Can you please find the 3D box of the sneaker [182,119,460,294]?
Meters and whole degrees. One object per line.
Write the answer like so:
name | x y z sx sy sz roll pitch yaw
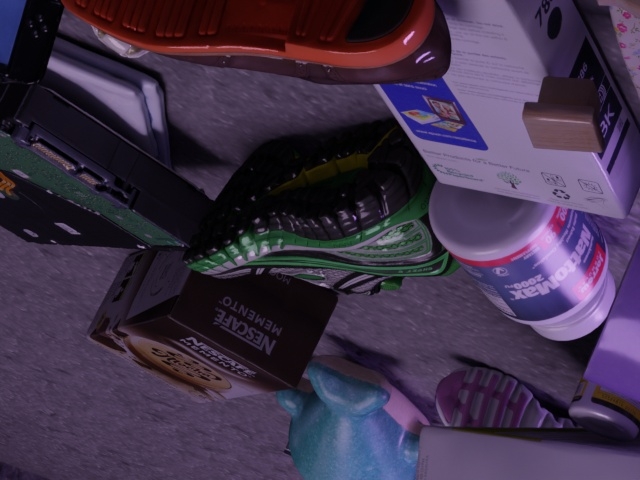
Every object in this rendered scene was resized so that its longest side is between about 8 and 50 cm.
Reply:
sneaker | 0.000 0.000 1.629 0.146 0.134 0.343 43 156 -25

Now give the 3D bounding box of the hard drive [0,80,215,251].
hard drive | -0.285 -0.072 1.831 0.237 0.064 0.339 33 163 -33

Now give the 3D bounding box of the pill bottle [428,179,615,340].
pill bottle | 0.170 0.006 1.490 0.108 0.108 0.180 11 158 36

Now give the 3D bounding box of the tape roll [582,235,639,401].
tape roll | 0.256 0.025 1.304 0.080 0.189 0.189 22 161 9

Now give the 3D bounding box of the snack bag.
snack bag | -0.294 -0.137 1.812 0.323 0.037 0.342 22 162 7

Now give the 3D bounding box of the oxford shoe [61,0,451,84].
oxford shoe | -0.045 -0.141 1.189 0.271 0.097 0.098 15 166 27

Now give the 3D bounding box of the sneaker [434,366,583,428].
sneaker | 0.227 0.218 2.038 0.236 0.095 0.104 26 169 -6

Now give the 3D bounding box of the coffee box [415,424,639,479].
coffee box | 0.311 0.353 1.728 0.338 0.337 0.334 6 177 -40

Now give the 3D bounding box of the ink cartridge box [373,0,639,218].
ink cartridge box | 0.104 -0.130 1.274 0.165 0.065 0.332 14 160 31

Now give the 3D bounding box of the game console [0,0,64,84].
game console | -0.295 -0.208 1.549 0.144 0.124 0.085 20 -173 17

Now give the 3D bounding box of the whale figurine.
whale figurine | 0.036 0.231 2.230 0.216 0.141 0.272 21 160 14

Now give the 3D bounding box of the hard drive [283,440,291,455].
hard drive | 0.033 0.259 2.381 0.135 0.094 0.022 24 151 3

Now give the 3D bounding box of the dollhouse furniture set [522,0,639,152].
dollhouse furniture set | 0.244 -0.067 1.001 0.356 0.173 0.303 5 154 23

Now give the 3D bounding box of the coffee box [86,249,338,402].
coffee box | -0.128 0.089 2.083 0.168 0.119 0.297 32 161 -17

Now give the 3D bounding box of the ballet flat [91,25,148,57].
ballet flat | -0.135 -0.182 1.408 0.086 0.086 0.248 31 161 -18

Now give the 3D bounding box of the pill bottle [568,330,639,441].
pill bottle | 0.270 0.114 1.644 0.065 0.116 0.065 23 162 8
